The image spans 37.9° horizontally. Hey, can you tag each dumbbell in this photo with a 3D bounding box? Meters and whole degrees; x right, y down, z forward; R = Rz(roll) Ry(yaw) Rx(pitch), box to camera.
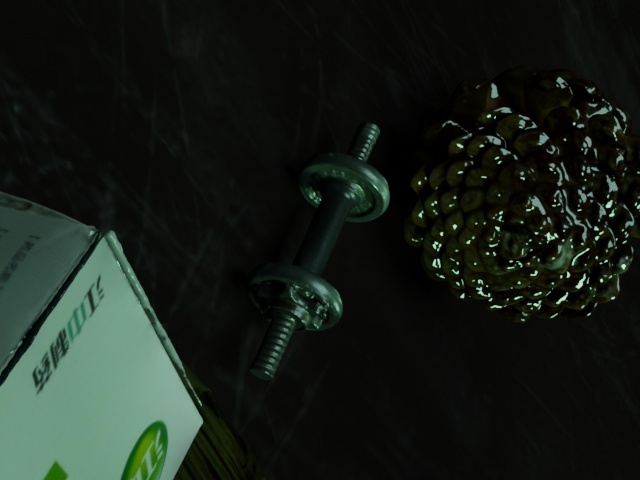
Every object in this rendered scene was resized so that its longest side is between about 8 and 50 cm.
[{"bbox_3d":[0.000,0.000,0.752,0.082,0.081,0.254,50,50,-37],"label":"dumbbell"}]

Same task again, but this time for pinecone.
[{"bbox_3d":[0.202,-0.060,0.922,0.292,0.246,0.246,-55,131,-64],"label":"pinecone"}]

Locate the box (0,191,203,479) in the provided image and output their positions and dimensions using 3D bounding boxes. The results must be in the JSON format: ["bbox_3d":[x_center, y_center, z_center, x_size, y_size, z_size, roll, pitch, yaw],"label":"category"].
[{"bbox_3d":[-0.199,0.152,0.396,0.173,0.145,0.333,74,35,-47],"label":"box"}]

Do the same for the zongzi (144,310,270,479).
[{"bbox_3d":[-0.152,0.187,0.531,0.273,0.145,0.300,-28,75,-33],"label":"zongzi"}]
